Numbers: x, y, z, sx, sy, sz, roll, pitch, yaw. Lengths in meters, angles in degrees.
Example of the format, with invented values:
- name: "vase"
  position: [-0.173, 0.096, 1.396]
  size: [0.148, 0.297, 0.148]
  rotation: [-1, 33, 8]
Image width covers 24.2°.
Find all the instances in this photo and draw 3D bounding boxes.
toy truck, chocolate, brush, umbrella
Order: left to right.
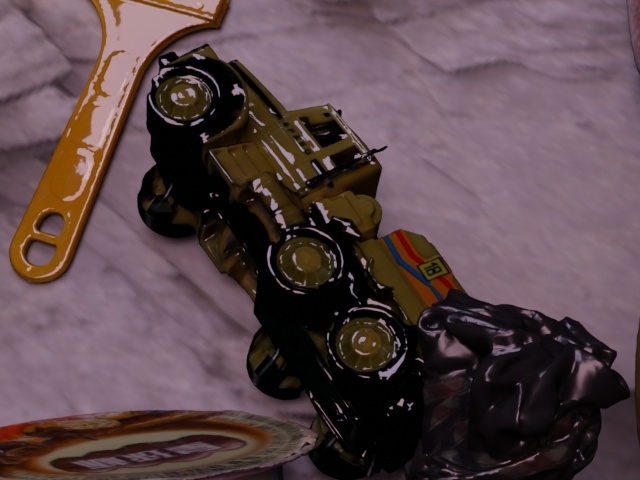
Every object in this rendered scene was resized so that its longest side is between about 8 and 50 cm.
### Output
- name: "brush"
  position: [-0.135, -0.097, 0.961]
  size: [0.103, 0.013, 0.272]
  rotation: [17, 73, 13]
- name: "chocolate"
  position: [-0.106, 0.169, 0.786]
  size: [0.221, 0.221, 0.147]
  rotation: [4, 95, 9]
- name: "toy truck"
  position: [-0.005, 0.001, 0.854]
  size: [0.127, 0.127, 0.257]
  rotation: [-32, 67, -21]
- name: "umbrella"
  position: [0.079, 0.162, 0.744]
  size: [0.110, 0.122, 0.272]
  rotation: [15, 108, 20]

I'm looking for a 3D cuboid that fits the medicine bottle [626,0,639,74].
- name: "medicine bottle"
  position: [0.306, -0.158, 0.860]
  size: [0.247, 0.147, 0.147]
  rotation: [-5, 69, 5]

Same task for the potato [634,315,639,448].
- name: "potato"
  position: [0.340, 0.110, 0.634]
  size: [0.442, 0.385, 0.319]
  rotation: [26, 89, 25]
